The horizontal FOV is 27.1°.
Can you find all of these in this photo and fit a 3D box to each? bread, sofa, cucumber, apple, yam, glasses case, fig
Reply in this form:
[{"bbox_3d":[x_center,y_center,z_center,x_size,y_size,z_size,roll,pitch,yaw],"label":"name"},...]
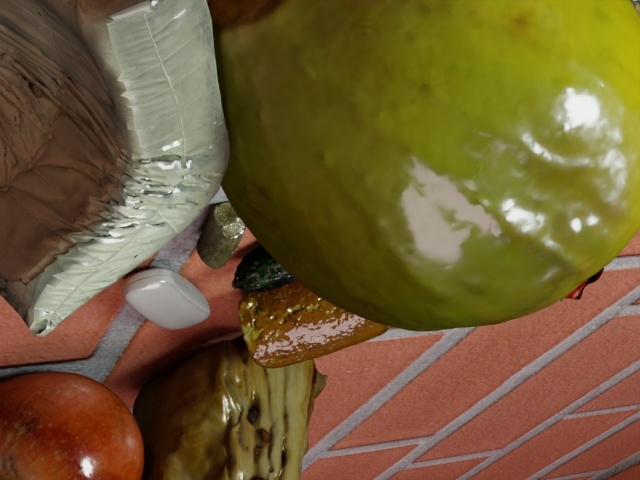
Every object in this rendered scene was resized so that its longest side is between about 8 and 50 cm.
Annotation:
[{"bbox_3d":[-0.009,0.091,1.631,0.172,0.103,0.132,-16,170,4],"label":"bread"},{"bbox_3d":[-0.185,-0.101,0.842,0.176,0.210,0.225,-36,150,-22],"label":"sofa"},{"bbox_3d":[0.002,0.000,1.486,0.245,0.067,0.067,-27,156,30],"label":"cucumber"},{"bbox_3d":[-0.349,0.288,1.691,0.272,0.251,0.206,-44,176,32],"label":"apple"},{"bbox_3d":[-0.153,0.296,1.767,0.191,0.370,0.314,30,138,-21],"label":"bread"},{"bbox_3d":[-0.107,-0.005,1.419,0.043,0.043,0.094,-6,158,-23],"label":"yam"},{"bbox_3d":[-0.178,0.069,1.545,0.063,0.041,0.164,-18,158,10],"label":"glasses case"},{"bbox_3d":[0.069,-0.105,0.958,0.343,0.343,0.343,-14,158,-6],"label":"fig"}]

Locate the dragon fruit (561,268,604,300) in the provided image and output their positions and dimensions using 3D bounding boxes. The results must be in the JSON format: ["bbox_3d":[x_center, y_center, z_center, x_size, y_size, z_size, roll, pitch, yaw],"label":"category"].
[{"bbox_3d":[0.229,0.001,1.522,0.172,0.160,0.166,-3,178,-30],"label":"dragon fruit"}]

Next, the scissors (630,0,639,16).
[{"bbox_3d":[0.357,-0.228,1.240,0.220,0.017,0.088,-6,155,-24],"label":"scissors"}]
